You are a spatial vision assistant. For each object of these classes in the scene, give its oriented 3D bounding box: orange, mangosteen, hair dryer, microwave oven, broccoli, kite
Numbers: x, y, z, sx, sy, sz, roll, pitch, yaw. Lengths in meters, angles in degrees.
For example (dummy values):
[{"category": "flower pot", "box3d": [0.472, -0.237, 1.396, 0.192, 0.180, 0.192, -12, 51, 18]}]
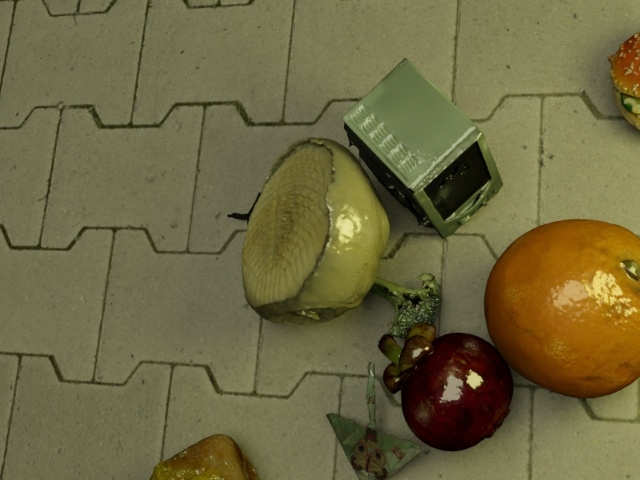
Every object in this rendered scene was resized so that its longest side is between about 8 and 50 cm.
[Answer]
[{"category": "orange", "box3d": [0.434, 0.112, 1.632, 0.312, 0.312, 0.312, -5, 74, 16]}, {"category": "mangosteen", "box3d": [0.213, 0.245, 1.706, 0.257, 0.215, 0.215, 40, 90, 19]}, {"category": "hair dryer", "box3d": [-0.157, -0.063, 2.015, 0.083, 0.031, 0.079, 3, 65, 26]}, {"category": "microwave oven", "box3d": [0.188, -0.154, 1.783, 0.181, 0.295, 0.237, -44, 68, 3]}, {"category": "broccoli", "box3d": [0.136, 0.105, 1.845, 0.204, 0.118, 0.122, 32, 117, 38]}, {"category": "kite", "box3d": [0.096, 0.347, 1.781, 0.229, 0.012, 0.250, 8, 102, 40]}]

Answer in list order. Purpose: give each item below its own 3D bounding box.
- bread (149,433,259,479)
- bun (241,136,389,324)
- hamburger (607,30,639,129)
[{"category": "bread", "box3d": [-0.203, 0.498, 1.791, 0.195, 0.176, 0.246, -36, 68, 7]}, {"category": "bun", "box3d": [0.004, -0.002, 1.818, 0.364, 0.202, 0.364, -34, 49, 49]}, {"category": "hamburger", "box3d": [0.644, -0.296, 1.761, 0.236, 0.147, 0.237, -4, 72, 14]}]
